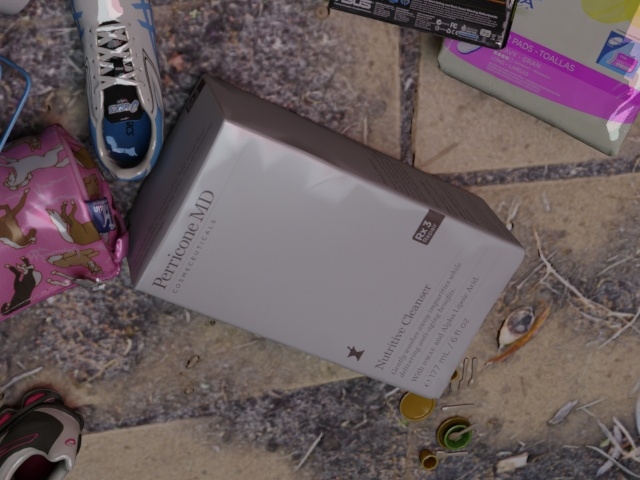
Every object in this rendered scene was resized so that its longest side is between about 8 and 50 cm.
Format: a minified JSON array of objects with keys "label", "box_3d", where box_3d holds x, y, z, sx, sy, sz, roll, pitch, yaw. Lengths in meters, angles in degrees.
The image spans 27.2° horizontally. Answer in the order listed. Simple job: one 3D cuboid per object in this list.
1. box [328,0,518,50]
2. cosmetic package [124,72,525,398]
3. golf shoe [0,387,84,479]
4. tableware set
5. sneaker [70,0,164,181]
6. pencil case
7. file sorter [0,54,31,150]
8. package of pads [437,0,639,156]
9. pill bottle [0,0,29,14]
[{"label":"box","box_3d":[0.118,-0.304,1.345,0.190,0.045,0.184,15,103,12]},{"label":"cosmetic package","box_3d":[0.000,0.000,1.446,0.385,0.156,0.217,20,109,-24]},{"label":"golf shoe","box_3d":[-0.376,0.288,1.491,0.105,0.120,0.273,38,101,-29]},{"label":"tableware set","box_3d":[0.150,0.219,1.665,0.104,0.024,0.154,-3,115,-15]},{"label":"sneaker","box_3d":[-0.203,-0.173,1.348,0.085,0.086,0.237,-11,115,-10]},{"label":"pencil case","box_3d":[-0.390,0.030,1.345,0.386,0.167,0.160,-25,139,-3]},{"label":"file sorter","box_3d":[-0.378,-0.147,1.248,0.170,0.104,0.118,18,101,-57]},{"label":"package of pads","box_3d":[0.274,-0.270,1.387,0.229,0.101,0.296,27,106,7]},{"label":"pill bottle","box_3d":[-0.400,-0.314,1.166,0.318,0.176,0.176,18,108,-30]}]
